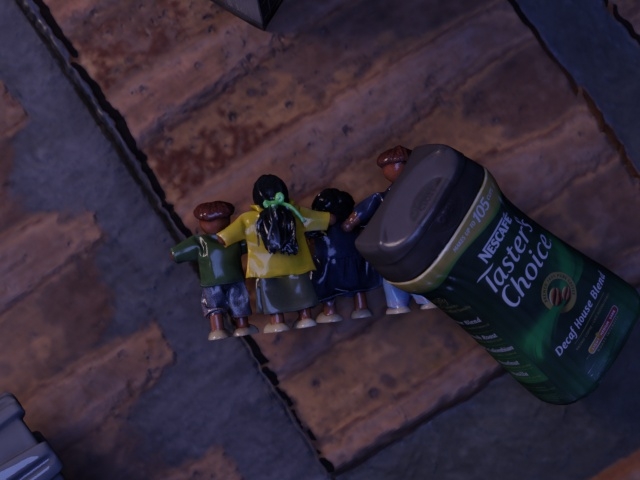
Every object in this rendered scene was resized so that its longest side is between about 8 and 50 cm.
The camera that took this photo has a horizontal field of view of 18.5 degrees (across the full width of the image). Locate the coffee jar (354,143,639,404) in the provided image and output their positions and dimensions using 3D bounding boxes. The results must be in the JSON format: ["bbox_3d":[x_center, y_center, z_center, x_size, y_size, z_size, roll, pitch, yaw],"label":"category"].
[{"bbox_3d":[0.114,0.021,1.273,0.184,0.079,0.096,37,76,-20],"label":"coffee jar"}]

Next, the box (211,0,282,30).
[{"bbox_3d":[-0.002,-0.257,1.266,0.056,0.183,0.231,32,89,1],"label":"box"}]

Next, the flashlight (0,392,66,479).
[{"bbox_3d":[-0.299,0.222,1.267,0.304,0.103,0.103,-34,129,-10],"label":"flashlight"}]

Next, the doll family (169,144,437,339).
[{"bbox_3d":[0.000,0.000,1.305,0.193,0.076,0.111,-7,89,-20],"label":"doll family"}]
